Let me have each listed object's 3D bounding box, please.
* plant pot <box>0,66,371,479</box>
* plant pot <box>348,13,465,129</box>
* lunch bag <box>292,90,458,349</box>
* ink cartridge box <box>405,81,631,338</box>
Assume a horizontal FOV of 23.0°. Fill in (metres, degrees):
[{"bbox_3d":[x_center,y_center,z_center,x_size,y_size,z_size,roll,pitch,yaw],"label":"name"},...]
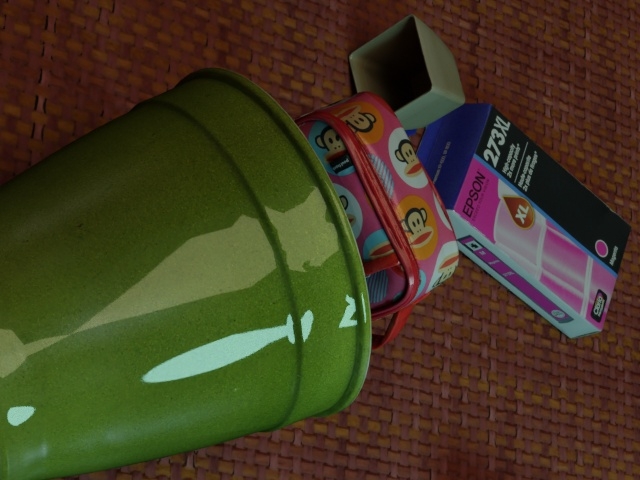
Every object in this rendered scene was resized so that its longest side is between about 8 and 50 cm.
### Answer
[{"bbox_3d":[-0.201,0.065,1.476,0.353,0.366,0.366,-23,92,-28],"label":"plant pot"},{"bbox_3d":[0.115,-0.194,1.922,0.096,0.109,0.109,16,54,-45],"label":"plant pot"},{"bbox_3d":[0.000,0.000,1.661,0.120,0.293,0.258,-32,97,-44],"label":"lunch bag"},{"bbox_3d":[0.243,-0.044,2.018,0.371,0.069,0.176,36,58,-23],"label":"ink cartridge box"}]
